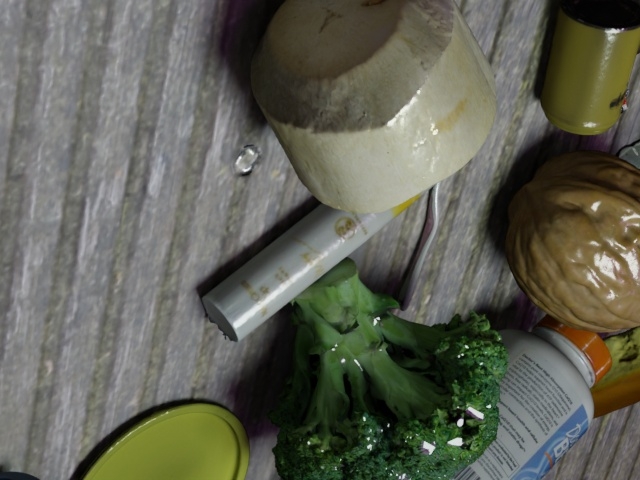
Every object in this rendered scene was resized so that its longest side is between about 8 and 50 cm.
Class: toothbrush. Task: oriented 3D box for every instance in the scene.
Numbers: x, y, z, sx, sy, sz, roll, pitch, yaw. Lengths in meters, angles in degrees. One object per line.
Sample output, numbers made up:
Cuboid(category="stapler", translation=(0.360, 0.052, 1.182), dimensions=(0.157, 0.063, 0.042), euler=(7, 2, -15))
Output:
Cuboid(category="toothbrush", translation=(0.114, -0.012, 1.738), dimensions=(0.022, 0.017, 0.204), euler=(4, 118, -26))

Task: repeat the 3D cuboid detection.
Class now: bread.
Cuboid(category="bread", translation=(0.397, 0.144, 1.961), dimensions=(0.361, 0.077, 0.138), euler=(-24, 159, 27))

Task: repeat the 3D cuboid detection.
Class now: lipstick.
Cuboid(category="lipstick", translation=(0.000, 0.000, 1.598), dimensions=(0.264, 0.059, 0.059), euler=(-39, 141, -16))

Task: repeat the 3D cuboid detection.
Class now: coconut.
Cuboid(category="coconut", translation=(0.052, -0.127, 1.436), dimensions=(0.202, 0.202, 0.222), euler=(-44, 140, -9))

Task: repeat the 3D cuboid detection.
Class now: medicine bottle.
Cuboid(category="medicine bottle", translation=(0.205, 0.206, 1.846), dimensions=(0.289, 0.157, 0.157), euler=(-42, 142, -20))

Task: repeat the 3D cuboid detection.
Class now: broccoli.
Cuboid(category="broccoli", translation=(0.058, 0.144, 1.662), dimensions=(0.270, 0.270, 0.270), euler=(-32, 107, -24))

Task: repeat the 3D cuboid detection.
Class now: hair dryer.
Cuboid(category="hair dryer", translation=(0.352, -0.218, 1.767), dimensions=(0.279, 0.090, 0.134), euler=(-26, 136, -38))

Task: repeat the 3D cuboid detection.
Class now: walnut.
Cuboid(category="walnut", translation=(0.302, -0.001, 1.801), dimensions=(0.213, 0.213, 0.213), euler=(-27, 136, -29))

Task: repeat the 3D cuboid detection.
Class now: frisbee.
Cuboid(category="frisbee", translation=(-0.171, 0.263, 1.674), dimensions=(0.236, 0.017, 0.236), euler=(-26, 136, -28))

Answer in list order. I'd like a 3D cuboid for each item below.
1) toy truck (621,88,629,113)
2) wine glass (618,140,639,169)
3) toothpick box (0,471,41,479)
Cuboid(category="toy truck", translation=(0.316, -0.152, 1.822), dimensions=(0.083, 0.024, 0.032), euler=(-20, 104, -30))
Cuboid(category="wine glass", translation=(0.425, -0.029, 1.905), dimensions=(0.122, 0.183, 0.122), euler=(-28, 136, -31))
Cuboid(category="toothpick box", translation=(-0.284, 0.303, 1.521), dimensions=(0.101, 0.101, 0.153), euler=(-31, 138, -25))
